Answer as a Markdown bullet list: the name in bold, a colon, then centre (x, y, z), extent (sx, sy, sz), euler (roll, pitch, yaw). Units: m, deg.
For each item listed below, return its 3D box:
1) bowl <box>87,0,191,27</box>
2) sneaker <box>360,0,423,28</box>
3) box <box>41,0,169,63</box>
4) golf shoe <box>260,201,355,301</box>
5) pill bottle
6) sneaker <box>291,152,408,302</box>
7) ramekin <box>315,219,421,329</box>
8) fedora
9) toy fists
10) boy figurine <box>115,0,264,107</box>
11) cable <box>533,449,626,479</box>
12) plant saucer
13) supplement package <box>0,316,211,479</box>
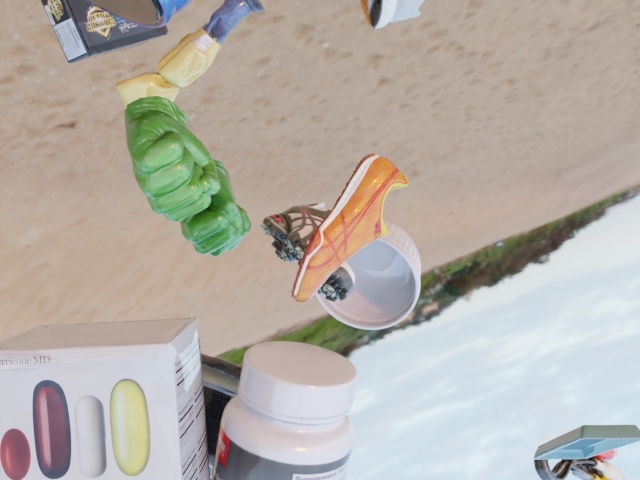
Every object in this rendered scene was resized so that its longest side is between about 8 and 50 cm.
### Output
- **bowl**: centre (-0.376, -0.466, 1.144), extent (0.077, 0.391, 0.391), euler (-60, 179, -7)
- **sneaker**: centre (0.157, -0.482, 1.275), extent (0.121, 0.099, 0.262), euler (-14, 155, -23)
- **box**: centre (-0.483, -0.553, 1.602), extent (0.073, 0.293, 0.295), euler (-10, -162, 29)
- **golf shoe**: centre (0.000, 0.000, 1.193), extent (0.120, 0.105, 0.273), euler (-30, -149, -11)
- **pill bottle**: centre (-0.050, 0.277, 0.905), extent (0.161, 0.283, 0.161), euler (10, -168, -2)
- **sneaker**: centre (0.030, -0.006, 0.769), extent (0.175, 0.067, 0.064), euler (-56, -177, 1)
- **ramekin**: centre (0.094, 0.055, 1.424), extent (0.207, 0.207, 0.109), euler (-25, -164, 28)
- **fedora**: centre (-0.142, 0.303, 1.163), extent (0.334, 0.334, 0.152), euler (-33, -150, 62)
- **toy fists**: centre (-0.178, -0.076, 1.046), extent (0.096, 0.142, 0.279), euler (-17, 151, 8)
- **boy figurine**: centre (-0.223, -0.320, 1.261), extent (0.285, 0.092, 0.177), euler (-42, -158, 5)
- **cable**: centre (0.499, 0.411, 1.421), extent (0.072, 0.139, 0.287), euler (-17, 147, 37)
- **plant saucer**: centre (0.293, 0.226, 0.835), extent (0.067, 0.018, 0.192), euler (-1, 159, 0)
- **supplement package**: centre (-0.232, 0.199, 0.812), extent (0.194, 0.203, 0.149), euler (-3, -176, 2)
